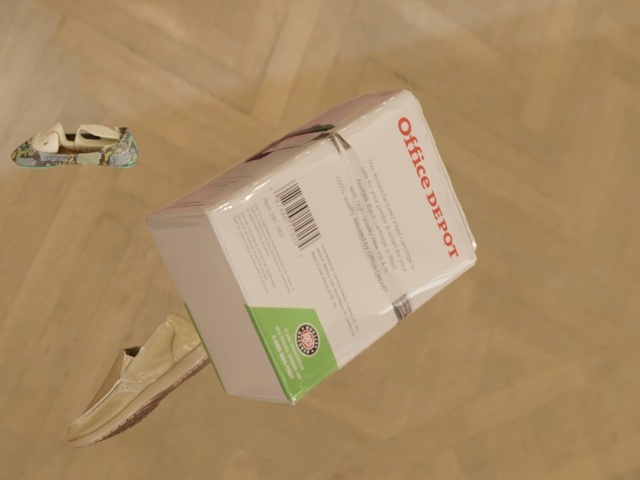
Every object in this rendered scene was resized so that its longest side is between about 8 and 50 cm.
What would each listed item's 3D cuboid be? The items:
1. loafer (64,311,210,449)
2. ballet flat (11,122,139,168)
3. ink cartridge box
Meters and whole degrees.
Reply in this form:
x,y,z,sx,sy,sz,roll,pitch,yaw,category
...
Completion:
x,y,z,sx,sy,sz,roll,pitch,yaw,category
-0.260,0.196,1.754,0.092,0.268,0.102,54,11,9,loafer
-0.358,-0.143,1.808,0.188,0.070,0.070,-1,72,0,ballet flat
0.000,0.000,0.965,0.219,0.092,0.160,-33,109,-34,ink cartridge box
